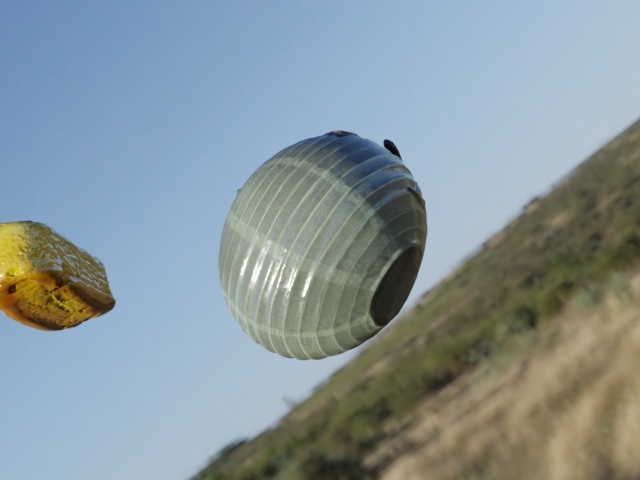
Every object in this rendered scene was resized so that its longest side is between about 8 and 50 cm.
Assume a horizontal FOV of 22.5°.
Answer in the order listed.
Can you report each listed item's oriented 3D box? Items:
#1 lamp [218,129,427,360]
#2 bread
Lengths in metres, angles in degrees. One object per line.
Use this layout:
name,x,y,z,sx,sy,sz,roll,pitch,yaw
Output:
lamp,0.000,0.000,1.779,0.265,0.233,0.233,-62,-10,5
bread,-0.315,0.046,1.860,0.102,0.094,0.245,-15,-17,9
